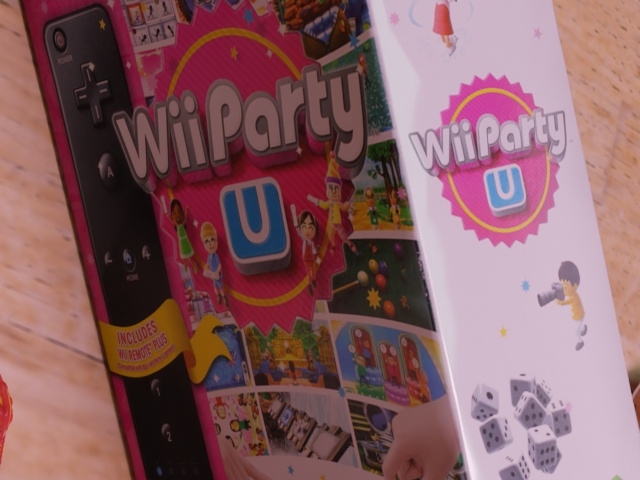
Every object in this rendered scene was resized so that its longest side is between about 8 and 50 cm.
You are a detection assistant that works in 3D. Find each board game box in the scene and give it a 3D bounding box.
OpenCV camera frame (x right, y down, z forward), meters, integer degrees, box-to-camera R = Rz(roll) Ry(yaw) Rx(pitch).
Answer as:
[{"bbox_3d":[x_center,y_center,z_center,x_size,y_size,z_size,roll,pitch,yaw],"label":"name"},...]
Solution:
[{"bbox_3d":[0.000,0.000,0.740,0.097,0.224,0.303,-14,93,-38],"label":"board game box"}]

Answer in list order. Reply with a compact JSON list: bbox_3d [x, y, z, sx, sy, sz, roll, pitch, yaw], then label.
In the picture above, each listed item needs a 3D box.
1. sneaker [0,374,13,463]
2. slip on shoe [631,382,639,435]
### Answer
[{"bbox_3d":[-0.150,0.106,0.711,0.064,0.067,0.175,7,64,-36],"label":"sneaker"},{"bbox_3d":[0.187,0.137,0.996,0.041,0.051,0.135,39,42,-76],"label":"slip on shoe"}]
